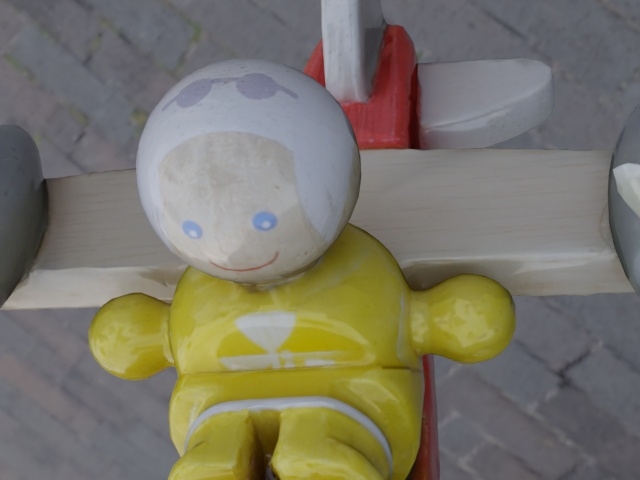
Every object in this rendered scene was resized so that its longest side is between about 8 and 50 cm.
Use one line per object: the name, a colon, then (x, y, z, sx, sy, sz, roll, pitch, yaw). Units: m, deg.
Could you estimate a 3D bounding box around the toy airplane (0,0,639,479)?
toy airplane: (0.000, 0.000, 0.660, 0.384, 0.386, 0.272, 43, 167, 32)
